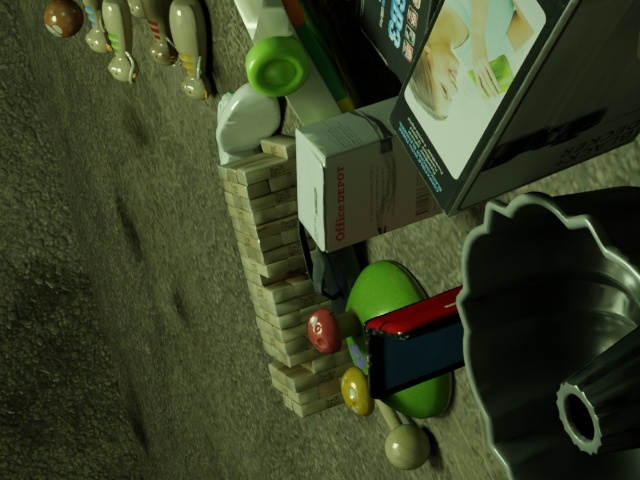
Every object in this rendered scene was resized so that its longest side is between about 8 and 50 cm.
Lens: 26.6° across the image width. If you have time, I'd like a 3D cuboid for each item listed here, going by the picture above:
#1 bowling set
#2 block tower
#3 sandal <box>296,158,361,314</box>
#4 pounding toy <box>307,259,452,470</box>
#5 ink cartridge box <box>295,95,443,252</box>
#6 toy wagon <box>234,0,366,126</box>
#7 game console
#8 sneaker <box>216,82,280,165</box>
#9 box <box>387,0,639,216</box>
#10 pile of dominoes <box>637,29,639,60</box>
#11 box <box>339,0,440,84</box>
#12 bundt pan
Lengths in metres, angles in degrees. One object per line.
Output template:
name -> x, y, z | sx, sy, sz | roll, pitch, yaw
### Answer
bowling set -> -0.287, -0.296, 1.904 | 0.287, 0.199, 0.154 | -125, 24, -48
block tower -> -0.038, 0.043, 1.678 | 0.091, 0.097, 0.336 | 22, 126, 64
sandal -> 0.000, -0.001, 1.555 | 0.097, 0.054, 0.255 | 54, 164, 45
pounding toy -> 0.051, 0.142, 1.502 | 0.183, 0.110, 0.237 | 55, 154, 39
ink cartridge box -> 0.055, -0.066, 1.245 | 0.063, 0.150, 0.109 | 50, 151, 44
toy wagon -> -0.017, -0.184, 1.340 | 0.344, 0.068, 0.267 | 55, -166, -46
game console -> 0.119, 0.091, 1.224 | 0.124, 0.144, 0.085 | 4, 112, 69
sneaker -> -0.103, -0.156, 1.715 | 0.212, 0.080, 0.094 | 112, 148, -63
box -> 0.162, -0.141, 0.824 | 0.087, 0.169, 0.290 | 60, 156, 18
pile of dominoes -> 0.286, -0.125, 0.667 | 0.196, 0.040, 0.251 | 32, 150, 7
box -> 0.055, -0.320, 1.138 | 0.293, 0.073, 0.296 | 56, 155, 36
bundt pan -> 0.233, 0.105, 0.965 | 0.331, 0.124, 0.331 | 54, 155, 40
